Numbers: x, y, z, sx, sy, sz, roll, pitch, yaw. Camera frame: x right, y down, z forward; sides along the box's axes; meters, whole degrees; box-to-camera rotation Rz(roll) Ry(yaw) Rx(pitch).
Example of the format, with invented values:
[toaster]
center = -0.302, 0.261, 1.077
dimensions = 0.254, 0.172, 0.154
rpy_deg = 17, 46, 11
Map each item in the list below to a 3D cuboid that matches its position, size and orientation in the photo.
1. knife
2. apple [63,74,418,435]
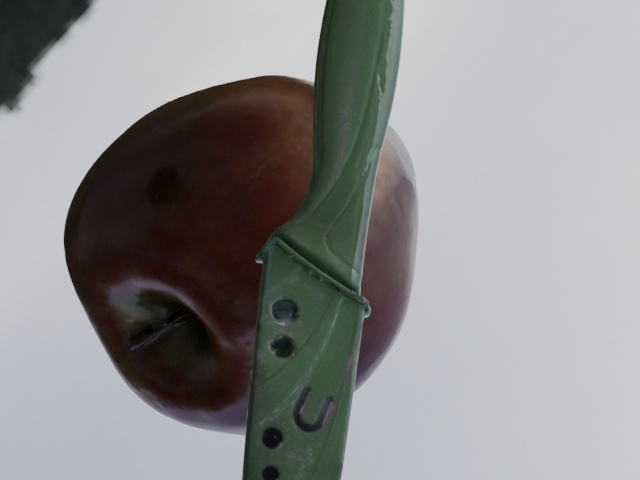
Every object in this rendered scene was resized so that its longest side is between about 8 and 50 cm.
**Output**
[knife]
center = 0.000, 0.001, 0.661
dimensions = 0.020, 0.043, 0.293
rpy_deg = 124, -26, -71
[apple]
center = -0.037, 0.002, 1.181
dimensions = 0.230, 0.230, 0.230
rpy_deg = -34, -150, 23
